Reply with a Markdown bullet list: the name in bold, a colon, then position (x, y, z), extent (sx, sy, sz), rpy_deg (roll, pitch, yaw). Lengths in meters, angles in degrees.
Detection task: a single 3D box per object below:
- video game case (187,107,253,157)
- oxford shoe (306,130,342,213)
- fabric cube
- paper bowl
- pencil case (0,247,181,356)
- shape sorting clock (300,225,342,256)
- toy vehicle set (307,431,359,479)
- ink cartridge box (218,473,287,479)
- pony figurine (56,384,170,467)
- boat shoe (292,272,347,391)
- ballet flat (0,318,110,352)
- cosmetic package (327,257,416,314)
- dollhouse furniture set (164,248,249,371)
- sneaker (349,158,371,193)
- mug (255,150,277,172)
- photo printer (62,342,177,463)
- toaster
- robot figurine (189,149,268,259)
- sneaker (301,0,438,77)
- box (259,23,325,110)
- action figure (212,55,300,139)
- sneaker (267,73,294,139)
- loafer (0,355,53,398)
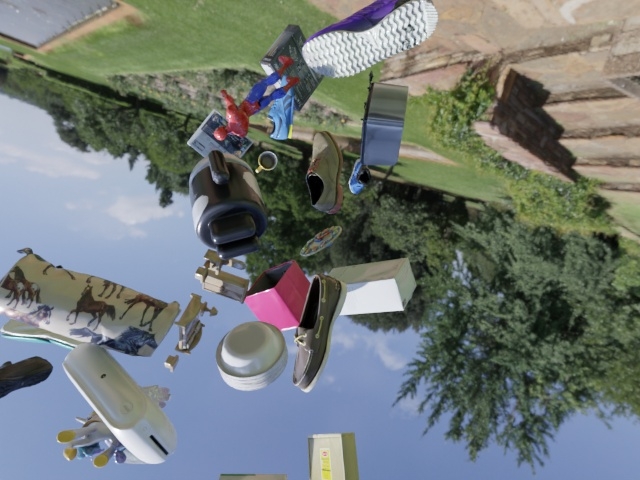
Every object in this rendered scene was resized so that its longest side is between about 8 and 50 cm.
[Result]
- **video game case**: position (-0.389, -0.383, 1.593), extent (0.190, 0.173, 0.022), rpy_deg (39, -170, -17)
- **oxford shoe**: position (0.008, -0.284, 1.612), extent (0.123, 0.348, 0.130), rpy_deg (-20, 161, 40)
- **fabric cube**: position (-0.206, 0.303, 2.190), extent (0.254, 0.258, 0.259), rpy_deg (-22, -160, 36)
- **paper bowl**: position (-0.279, 0.441, 1.641), extent (0.284, 0.148, 0.284), rpy_deg (-5, -143, 4)
- **pencil case**: position (-0.570, 0.165, 1.033), extent (0.410, 0.160, 0.183), rpy_deg (24, -151, -18)
- **shape sorting clock**: position (0.000, 0.000, 1.723), extent (0.040, 0.206, 0.206), rpy_deg (58, 180, -12)
- **toy vehicle set**: position (0.027, 0.574, 1.020), extent (0.035, 0.166, 0.267), rpy_deg (5, 154, -19)
- **ink cartridge box**: position (-0.204, 0.832, 1.191), extent (0.201, 0.278, 0.117), rpy_deg (3, -161, -5)
- **pony figurine**: position (-0.763, 0.712, 1.530), extent (0.351, 0.303, 0.363), rpy_deg (8, 170, -16)
- **boat shoe**: position (-0.022, 0.253, 1.149), extent (0.096, 0.324, 0.116), rpy_deg (26, 165, -26)
- **ballet flat**: position (-0.944, 0.323, 1.476), extent (0.400, 0.139, 0.139), rpy_deg (10, -172, 4)
- **cosmetic package**: position (0.200, 0.206, 1.789), extent (0.385, 0.156, 0.217), rpy_deg (-13, -164, 30)
- **dollhouse furniture set**: position (-0.399, 0.267, 1.465), extent (0.173, 0.303, 0.356), rpy_deg (19, -134, 0)
- **sneaker**: position (0.147, -0.218, 1.506), extent (0.058, 0.152, 0.085), rpy_deg (0, -136, -14)
- **mug**: position (-0.189, -0.270, 1.403), extent (0.078, 0.062, 0.064), rpy_deg (-12, -173, -9)
- **photo printer**: position (-0.493, 0.421, 1.033), extent (0.307, 0.256, 0.107), rpy_deg (30, -126, 28)
- **toaster**: position (0.167, -0.317, 1.089), extent (0.110, 0.168, 0.186), rpy_deg (8, 146, 7)
- **robot figurine**: position (-0.222, -0.089, 0.989), extent (0.173, 0.209, 0.278), rpy_deg (15, -142, -37)
- **sneaker**: position (0.105, -0.459, 0.896), extent (0.293, 0.146, 0.102), rpy_deg (-10, 137, 20)
- **box**: position (-0.095, -0.616, 1.469), extent (0.056, 0.183, 0.231), rpy_deg (25, 167, 34)
- **action figure**: position (-0.187, -0.346, 1.012), extent (0.139, 0.280, 0.091), rpy_deg (18, 149, 32)
- **sneaker**: position (-0.132, -0.439, 1.346), extent (0.082, 0.209, 0.069), rpy_deg (0, -159, -14)
- **loafer**: position (-0.829, 0.362, 1.079), extent (0.078, 0.076, 0.223), rpy_deg (35, -170, 14)
